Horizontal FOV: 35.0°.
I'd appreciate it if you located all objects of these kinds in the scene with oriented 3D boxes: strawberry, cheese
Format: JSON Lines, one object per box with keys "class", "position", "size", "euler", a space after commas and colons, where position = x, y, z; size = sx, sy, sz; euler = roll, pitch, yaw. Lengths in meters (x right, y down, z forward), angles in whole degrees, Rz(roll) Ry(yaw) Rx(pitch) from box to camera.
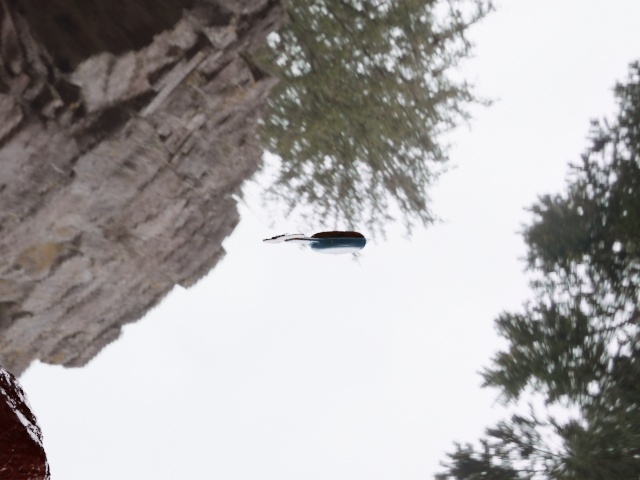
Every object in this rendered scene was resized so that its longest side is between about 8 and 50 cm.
{"class": "strawberry", "position": [-0.289, 0.147, 0.838], "size": [0.187, 0.146, 0.082], "euler": [40, -64, 4]}
{"class": "cheese", "position": [0.000, 0.001, 0.825], "size": [0.047, 0.111, 0.017], "euler": [-17, -103, 39]}
